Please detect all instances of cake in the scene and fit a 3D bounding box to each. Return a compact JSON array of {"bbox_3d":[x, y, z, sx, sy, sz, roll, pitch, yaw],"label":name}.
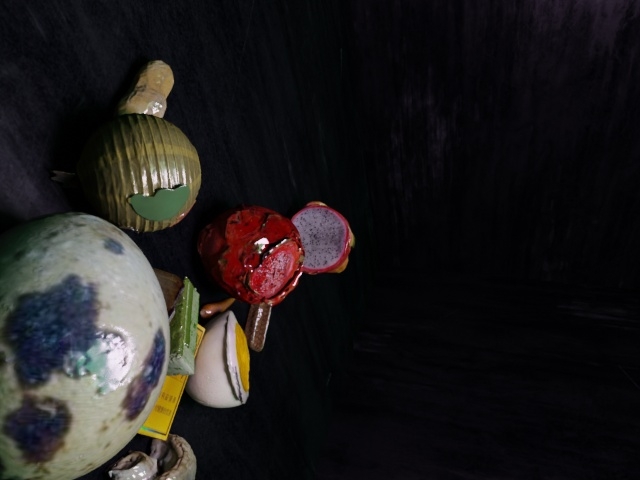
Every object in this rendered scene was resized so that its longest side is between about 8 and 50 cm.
[{"bbox_3d":[-0.325,0.205,1.182,0.100,0.099,0.235,70,29,-48],"label":"cake"}]

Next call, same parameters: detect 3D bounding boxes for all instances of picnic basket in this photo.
[{"bbox_3d":[-0.231,0.301,1.770,0.110,0.055,0.193,48,49,-65],"label":"picnic basket"}]

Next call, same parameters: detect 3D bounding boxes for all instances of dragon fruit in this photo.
[{"bbox_3d":[0.000,0.000,2.026,0.226,0.306,0.305,30,66,-76],"label":"dragon fruit"},{"bbox_3d":[-0.205,0.041,1.436,0.296,0.302,0.295,12,90,-69],"label":"dragon fruit"}]

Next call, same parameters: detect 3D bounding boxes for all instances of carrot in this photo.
[{"bbox_3d":[-0.317,0.208,1.537,0.216,0.048,0.048,-16,109,-74],"label":"carrot"}]

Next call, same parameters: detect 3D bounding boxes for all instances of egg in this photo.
[{"bbox_3d":[-0.308,0.347,1.422,0.286,0.174,0.264,-99,-178,-47],"label":"egg"},{"bbox_3d":[-0.419,0.161,0.788,0.345,0.345,0.427,55,35,-61],"label":"egg"}]

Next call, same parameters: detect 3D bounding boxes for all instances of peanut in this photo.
[{"bbox_3d":[-0.400,-0.327,1.117,0.099,0.100,0.214,64,31,-55],"label":"peanut"}]

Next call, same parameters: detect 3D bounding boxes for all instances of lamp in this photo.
[{"bbox_3d":[-0.389,-0.133,0.995,0.284,0.250,0.250,-11,109,-27],"label":"lamp"}]

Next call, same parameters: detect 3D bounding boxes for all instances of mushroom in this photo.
[{"bbox_3d":[-0.408,0.615,1.191,0.267,0.164,0.189,-19,111,-69],"label":"mushroom"}]

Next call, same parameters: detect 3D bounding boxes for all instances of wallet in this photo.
[{"bbox_3d":[-0.414,0.180,1.121,0.031,0.137,0.255,101,6,-57],"label":"wallet"}]

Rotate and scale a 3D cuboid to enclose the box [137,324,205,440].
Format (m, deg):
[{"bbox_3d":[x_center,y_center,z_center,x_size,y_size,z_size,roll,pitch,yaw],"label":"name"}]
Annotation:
[{"bbox_3d":[-0.414,0.325,1.222,0.193,0.084,0.301,61,38,-56],"label":"box"}]
